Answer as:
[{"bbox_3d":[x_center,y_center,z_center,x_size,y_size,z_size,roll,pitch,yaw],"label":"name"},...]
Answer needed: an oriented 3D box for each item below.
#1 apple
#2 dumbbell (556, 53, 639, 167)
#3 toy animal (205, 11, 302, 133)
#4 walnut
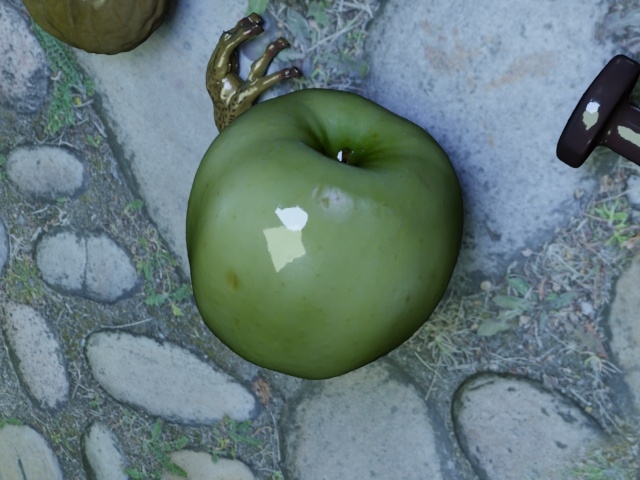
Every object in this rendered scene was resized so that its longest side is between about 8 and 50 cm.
[{"bbox_3d":[0.000,0.000,1.131,0.357,0.357,0.357,10,112,25],"label":"apple"},{"bbox_3d":[0.382,-0.095,1.010,0.225,0.140,0.124,34,85,13],"label":"dumbbell"},{"bbox_3d":[-0.107,-0.179,1.293,0.149,0.054,0.275,24,115,15],"label":"toy animal"},{"bbox_3d":[-0.296,-0.361,1.245,0.228,0.228,0.228,10,112,25],"label":"walnut"}]
